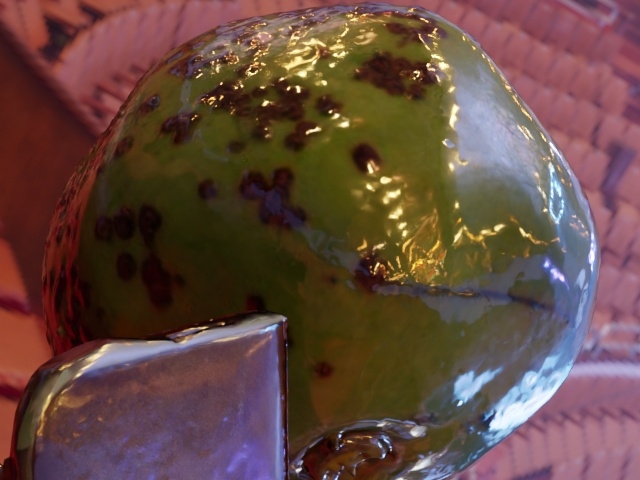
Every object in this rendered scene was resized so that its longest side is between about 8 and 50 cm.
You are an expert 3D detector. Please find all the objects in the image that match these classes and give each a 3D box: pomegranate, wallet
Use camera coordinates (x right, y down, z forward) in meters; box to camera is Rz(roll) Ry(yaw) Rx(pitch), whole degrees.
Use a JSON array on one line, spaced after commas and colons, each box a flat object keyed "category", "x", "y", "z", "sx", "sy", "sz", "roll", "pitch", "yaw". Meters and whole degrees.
[{"category": "pomegranate", "x": 0.000, "y": 0.000, "z": 0.756, "sx": 0.254, "sy": 0.254, "sz": 0.270, "roll": 26, "pitch": 36, "yaw": -21}, {"category": "wallet", "x": -0.057, "y": 0.157, "z": 0.583, "sx": 0.031, "sy": 0.255, "sz": 0.137, "roll": 6, "pitch": 10, "yaw": 44}]
